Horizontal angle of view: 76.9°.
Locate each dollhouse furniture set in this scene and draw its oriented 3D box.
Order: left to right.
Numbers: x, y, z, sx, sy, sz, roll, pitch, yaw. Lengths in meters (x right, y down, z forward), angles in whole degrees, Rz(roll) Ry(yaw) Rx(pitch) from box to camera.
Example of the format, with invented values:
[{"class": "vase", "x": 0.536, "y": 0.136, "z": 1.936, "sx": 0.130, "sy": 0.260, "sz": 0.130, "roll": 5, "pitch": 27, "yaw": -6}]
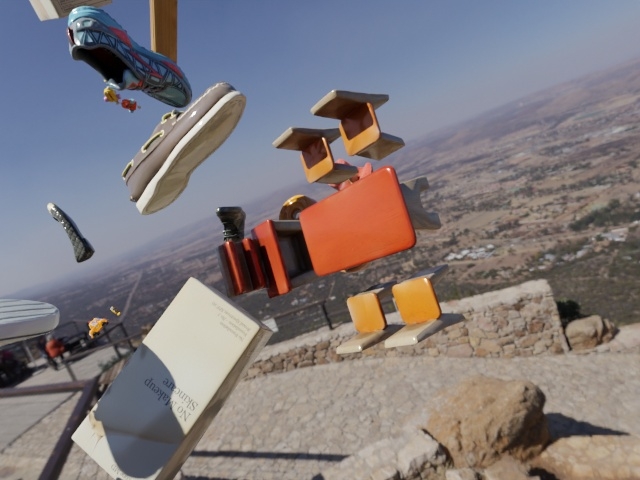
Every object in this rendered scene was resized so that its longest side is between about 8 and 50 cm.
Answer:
[{"class": "dollhouse furniture set", "x": 0.000, "y": 0.000, "z": 0.471, "sx": 0.135, "sy": 0.262, "sz": 0.259, "roll": -11, "pitch": -9, "yaw": -42}]

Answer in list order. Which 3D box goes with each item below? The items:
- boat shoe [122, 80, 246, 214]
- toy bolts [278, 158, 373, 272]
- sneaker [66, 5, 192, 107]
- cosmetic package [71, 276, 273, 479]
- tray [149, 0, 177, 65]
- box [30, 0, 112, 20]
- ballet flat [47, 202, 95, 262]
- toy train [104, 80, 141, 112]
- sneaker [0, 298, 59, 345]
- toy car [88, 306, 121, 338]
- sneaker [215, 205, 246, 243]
[{"class": "boat shoe", "x": -0.261, "y": -0.176, "z": 0.738, "sx": 0.324, "sy": 0.097, "sz": 0.116, "roll": -39, "pitch": -4, "yaw": 31}, {"class": "toy bolts", "x": 0.049, "y": -0.055, "z": 0.906, "sx": 0.218, "sy": 0.229, "sz": 0.158, "roll": 23, "pitch": -7, "yaw": 37}, {"class": "sneaker", "x": -0.384, "y": -0.335, "z": 0.822, "sx": 0.104, "sy": 0.125, "sz": 0.261, "roll": -27, "pitch": -35, "yaw": 31}, {"class": "cosmetic package", "x": -0.238, "y": 0.238, "z": 0.689, "sx": 0.310, "sy": 0.160, "sz": 0.113, "roll": -56, "pitch": -13, "yaw": -11}, {"class": "tray", "x": -0.486, "y": -0.735, "z": 1.241, "sx": 0.076, "sy": 0.203, "sz": 0.411, "roll": -3, "pitch": -42, "yaw": -24}, {"class": "box", "x": -0.619, "y": -0.673, "z": 0.886, "sx": 0.121, "sy": 0.312, "sz": 0.148, "roll": 18, "pitch": 46, "yaw": 35}, {"class": "ballet flat", "x": -0.628, "y": -0.023, "z": 0.999, "sx": 0.049, "sy": 0.173, "sz": 0.057, "roll": -37, "pitch": -5, "yaw": -15}, {"class": "toy train", "x": -0.731, "y": -0.553, "z": 1.488, "sx": 0.125, "sy": 0.046, "sz": 0.166, "roll": 0, "pitch": -30, "yaw": -24}, {"class": "sneaker", "x": -0.497, "y": 0.143, "z": 0.535, "sx": 0.257, "sy": 0.092, "sz": 0.094, "roll": -6, "pitch": 22, "yaw": -44}, {"class": "toy car", "x": -0.584, "y": 0.216, "z": 1.078, "sx": 0.060, "sy": 0.040, "sz": 0.122, "roll": -50, "pitch": 11, "yaw": 0}, {"class": "sneaker", "x": -0.322, "y": -0.056, "z": 1.463, "sx": 0.087, "sy": 0.131, "sz": 0.227, "roll": -1, "pitch": -7, "yaw": 0}]
